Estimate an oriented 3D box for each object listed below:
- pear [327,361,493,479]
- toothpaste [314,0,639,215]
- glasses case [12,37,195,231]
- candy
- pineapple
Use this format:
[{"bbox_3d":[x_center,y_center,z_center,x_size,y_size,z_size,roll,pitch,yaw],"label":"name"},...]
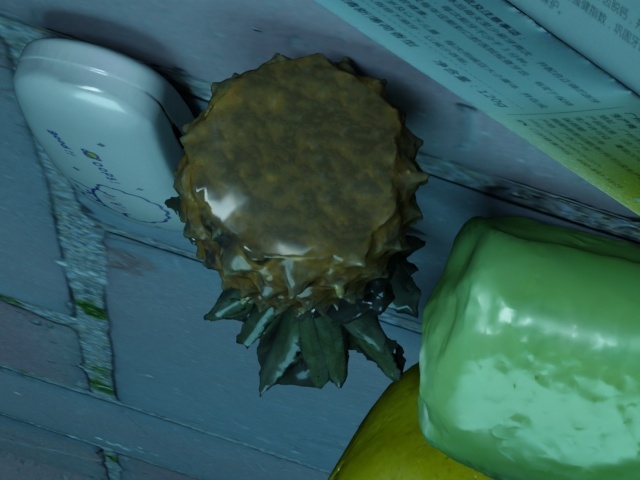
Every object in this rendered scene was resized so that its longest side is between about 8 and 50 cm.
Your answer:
[{"bbox_3d":[0.153,0.195,1.148,0.336,0.285,0.285,22,165,-25],"label":"pear"},{"bbox_3d":[0.061,-0.086,0.655,0.313,0.071,0.089,29,164,-35],"label":"toothpaste"},{"bbox_3d":[-0.099,-0.050,0.996,0.076,0.049,0.197,14,164,12],"label":"glasses case"},{"bbox_3d":[0.216,0.079,0.969,0.343,0.132,0.142,16,122,2],"label":"candy"},{"bbox_3d":[0.000,0.000,0.956,0.130,0.119,0.277,-24,166,-6],"label":"pineapple"}]
